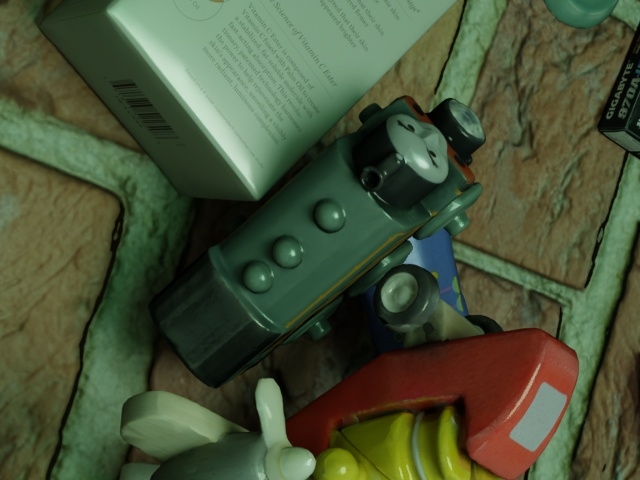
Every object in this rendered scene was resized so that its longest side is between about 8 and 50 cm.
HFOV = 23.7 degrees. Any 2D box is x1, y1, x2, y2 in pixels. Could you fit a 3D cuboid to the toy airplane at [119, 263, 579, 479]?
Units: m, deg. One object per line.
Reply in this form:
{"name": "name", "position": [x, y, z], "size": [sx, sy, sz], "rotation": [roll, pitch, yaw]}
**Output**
{"name": "toy airplane", "position": [0.014, 0.233, 1.311], "size": [0.386, 0.272, 0.384], "rotation": [-5, 139, -16]}

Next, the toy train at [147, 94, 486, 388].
{"name": "toy train", "position": [0.000, 0.000, 1.336], "size": [0.142, 0.334, 0.190], "rotation": [53, 26, 4]}

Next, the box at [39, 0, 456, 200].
{"name": "box", "position": [-0.041, -0.229, 1.380], "size": [0.345, 0.168, 0.215], "rotation": [-46, 113, -19]}

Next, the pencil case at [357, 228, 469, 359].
{"name": "pencil case", "position": [0.085, 0.054, 1.497], "size": [0.119, 0.133, 0.306], "rotation": [-14, 100, 1]}

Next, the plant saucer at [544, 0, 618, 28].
{"name": "plant saucer", "position": [0.288, -0.290, 1.651], "size": [0.119, 0.021, 0.119], "rotation": [-2, 93, -29]}

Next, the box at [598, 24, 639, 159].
{"name": "box", "position": [0.424, -0.182, 1.718], "size": [0.175, 0.051, 0.220], "rotation": [28, 79, -28]}
